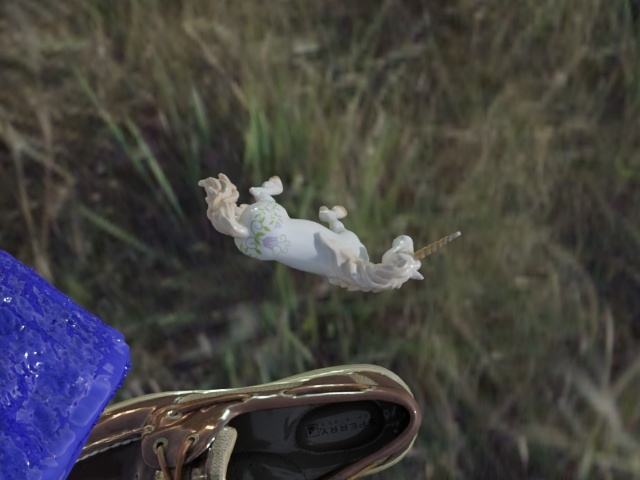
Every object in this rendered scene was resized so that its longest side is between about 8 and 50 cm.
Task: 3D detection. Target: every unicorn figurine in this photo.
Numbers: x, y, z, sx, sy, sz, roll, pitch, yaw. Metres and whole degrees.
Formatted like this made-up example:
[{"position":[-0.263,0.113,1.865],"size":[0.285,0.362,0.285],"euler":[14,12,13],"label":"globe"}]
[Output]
[{"position":[0.000,0.000,1.243],"size":[0.162,0.111,0.060],"euler":[4,108,-7],"label":"unicorn figurine"}]

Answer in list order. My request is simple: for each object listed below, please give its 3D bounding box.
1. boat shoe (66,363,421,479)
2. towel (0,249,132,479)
[{"position":[-0.084,0.175,1.470],"size":[0.342,0.123,0.123],"euler":[-13,91,-4],"label":"boat shoe"},{"position":[-0.258,0.033,1.033],"size":[0.308,0.076,0.227],"euler":[37,34,-8],"label":"towel"}]
